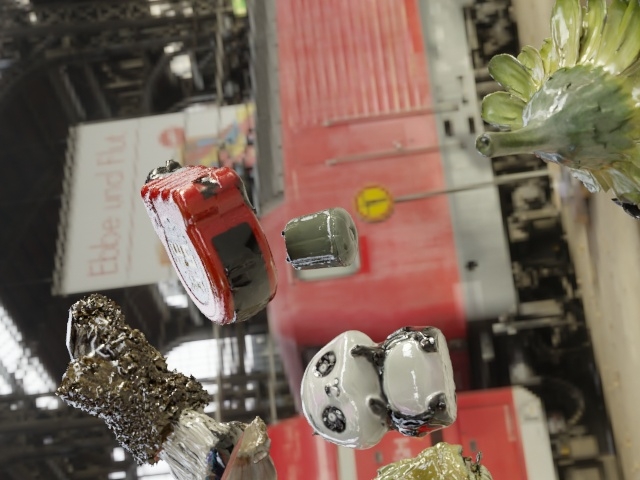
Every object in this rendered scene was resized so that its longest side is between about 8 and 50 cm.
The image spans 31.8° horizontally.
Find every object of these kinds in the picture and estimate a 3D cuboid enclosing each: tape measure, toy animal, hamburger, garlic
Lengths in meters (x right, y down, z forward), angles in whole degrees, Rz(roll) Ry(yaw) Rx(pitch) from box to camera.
[{"bbox_3d":[-0.165,0.001,1.728,0.253,0.114,0.261,9,124,67],"label":"tape measure"},{"bbox_3d":[0.115,0.308,2.322,0.251,0.309,0.251,-9,-90,-78],"label":"toy animal"},{"bbox_3d":[0.144,0.349,1.386,0.130,0.183,0.206,52,-168,-17],"label":"hamburger"},{"bbox_3d":[-0.199,0.482,2.339,0.160,0.214,0.191,53,139,22],"label":"garlic"}]

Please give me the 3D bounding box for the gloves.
[{"bbox_3d":[-0.233,0.206,1.471,0.312,0.135,0.210,42,172,16],"label":"gloves"}]

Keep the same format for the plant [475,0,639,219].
[{"bbox_3d":[0.318,-0.120,1.317,0.261,0.305,0.297,45,-129,-18],"label":"plant"}]

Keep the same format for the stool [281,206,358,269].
[{"bbox_3d":[0.000,0.000,1.776,0.096,0.110,0.096,-10,-90,-72],"label":"stool"}]
